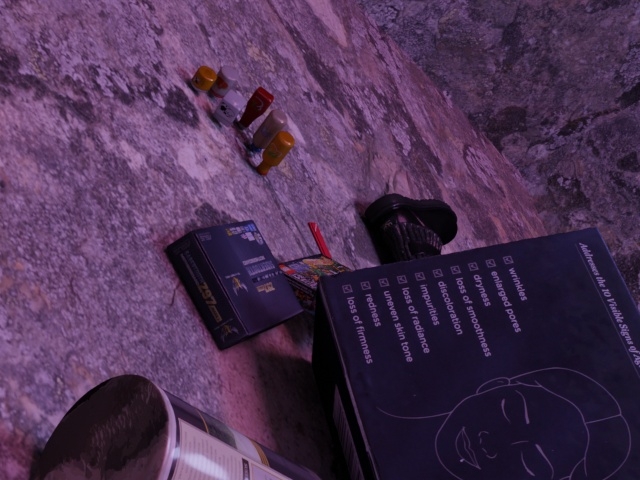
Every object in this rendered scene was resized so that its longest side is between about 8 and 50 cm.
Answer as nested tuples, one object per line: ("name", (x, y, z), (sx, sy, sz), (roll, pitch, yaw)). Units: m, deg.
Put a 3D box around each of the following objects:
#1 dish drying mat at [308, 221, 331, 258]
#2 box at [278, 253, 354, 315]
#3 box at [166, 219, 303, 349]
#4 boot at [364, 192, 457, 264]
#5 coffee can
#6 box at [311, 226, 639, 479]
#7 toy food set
("dish drying mat", (0.000, 0.000, 2.075), (0.032, 0.008, 0.083), (14, 48, -62))
("box", (0.015, 0.087, 1.833), (0.159, 0.044, 0.233), (28, 14, 17))
("box", (-0.131, 0.064, 1.632), (0.183, 0.059, 0.232), (62, 21, 6))
("boot", (0.261, 0.036, 2.420), (0.348, 0.131, 0.260), (5, 48, -51))
("coffee can", (-0.142, 0.291, 1.102), (0.275, 0.201, 0.202), (39, 28, -40))
("box", (0.269, 0.277, 1.567), (0.297, 0.471, 0.480), (93, -17, -55))
("toy food set", (-0.158, -0.241, 1.986), (0.232, 0.104, 0.111), (36, 39, -7))
